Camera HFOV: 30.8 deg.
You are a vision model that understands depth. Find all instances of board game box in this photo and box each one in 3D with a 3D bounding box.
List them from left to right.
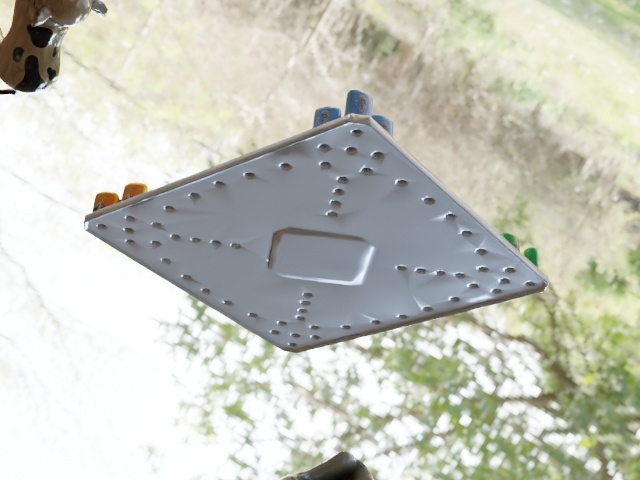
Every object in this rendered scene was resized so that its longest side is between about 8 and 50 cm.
[{"bbox_3d":[0.000,0.000,1.327,0.390,0.050,0.390,-18,143,33],"label":"board game box"}]

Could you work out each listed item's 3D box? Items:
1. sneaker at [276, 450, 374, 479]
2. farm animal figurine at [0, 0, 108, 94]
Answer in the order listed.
[{"bbox_3d":[-0.053,0.271,1.032,0.110,0.118,0.292,48,-147,10],"label":"sneaker"},{"bbox_3d":[-0.279,-0.287,1.033,0.330,0.327,0.172,42,-169,-52],"label":"farm animal figurine"}]
